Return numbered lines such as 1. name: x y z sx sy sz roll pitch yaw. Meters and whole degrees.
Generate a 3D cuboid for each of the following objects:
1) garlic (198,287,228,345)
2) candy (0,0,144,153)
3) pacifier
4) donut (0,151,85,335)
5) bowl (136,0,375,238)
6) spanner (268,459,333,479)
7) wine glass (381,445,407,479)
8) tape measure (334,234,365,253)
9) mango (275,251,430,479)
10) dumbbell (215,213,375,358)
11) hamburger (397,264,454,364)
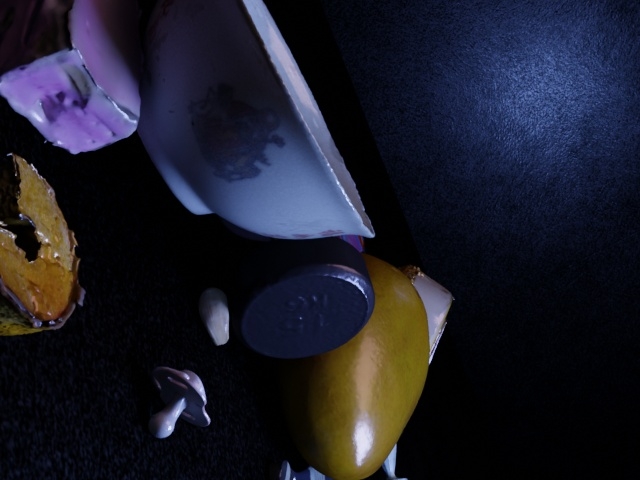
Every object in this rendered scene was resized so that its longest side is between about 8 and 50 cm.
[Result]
1. garlic: -0.145 0.102 1.274 0.053 0.041 0.083 114 -35 -75
2. candy: -0.281 -0.244 1.040 0.155 0.116 0.265 53 21 -55
3. pacifier: -0.167 0.185 1.038 0.078 0.081 0.099 -55 156 -34
4. donut: -0.270 0.017 0.812 0.181 0.078 0.146 -98 165 -62
5. bowl: -0.112 -0.153 1.172 0.435 0.196 0.435 61 7 -12
6. spanner: -0.018 0.375 1.443 0.316 0.024 0.087 28 46 -73
7. wine glass: 0.126 0.416 1.874 0.073 0.073 0.155 42 35 -64
8. tape measure: 0.000 0.000 1.804 0.231 0.149 0.245 61 23 -46
9. mango: 0.050 0.200 1.529 0.445 0.232 0.300 -70 141 -55
10. dumbbell: -0.052 -0.004 1.388 0.204 0.204 0.322 57 12 -45
11. hamburger: 0.144 0.190 1.864 0.276 0.179 0.294 40 72 -85
